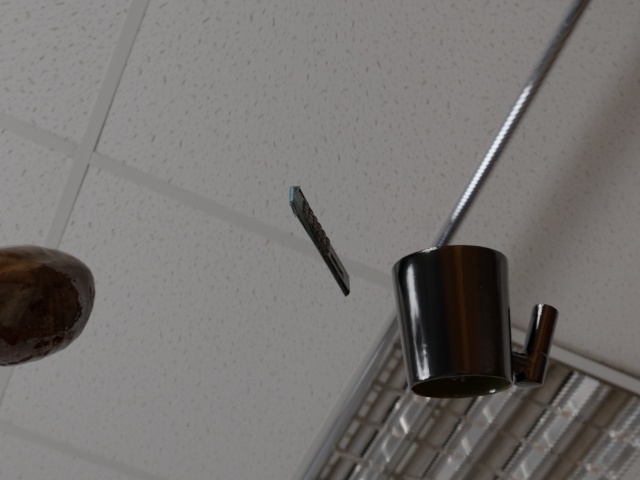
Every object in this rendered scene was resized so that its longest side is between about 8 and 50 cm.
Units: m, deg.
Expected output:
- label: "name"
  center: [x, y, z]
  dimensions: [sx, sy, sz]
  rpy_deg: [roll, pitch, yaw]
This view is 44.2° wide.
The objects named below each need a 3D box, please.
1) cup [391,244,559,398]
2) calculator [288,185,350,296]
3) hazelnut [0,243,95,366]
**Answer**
- label: "cup"
  center: [0.223, 0.115, 1.089]
  dimensions: [0.239, 0.177, 0.166]
  rpy_deg: [-4, -25, 4]
- label: "calculator"
  center: [0.000, 0.000, 1.110]
  dimensions: [0.018, 0.057, 0.172]
  rpy_deg: [-23, -65, 14]
- label: "hazelnut"
  center: [-0.422, 0.079, 1.089]
  dimensions: [0.212, 0.181, 0.181]
  rpy_deg: [-2, -65, -40]
